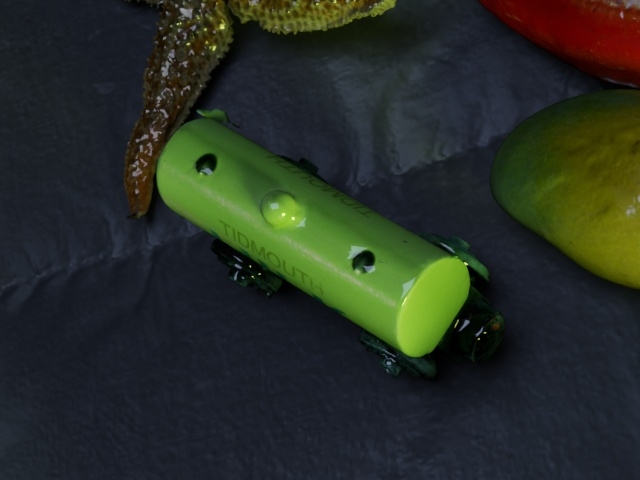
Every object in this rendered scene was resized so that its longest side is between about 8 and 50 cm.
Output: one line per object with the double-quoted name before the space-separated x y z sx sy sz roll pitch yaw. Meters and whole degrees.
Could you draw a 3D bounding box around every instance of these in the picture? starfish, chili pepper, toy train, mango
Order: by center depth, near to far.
"mango" 0.198 -0.033 1.058 0.195 0.092 0.130 7 76 34
"chili pepper" 0.240 -0.163 1.078 0.368 0.092 0.137 7 80 22
"toy train" 0.000 0.000 1.084 0.253 0.157 0.105 31 85 29
"starfish" -0.043 -0.196 1.220 0.293 0.084 0.301 -18 61 17
